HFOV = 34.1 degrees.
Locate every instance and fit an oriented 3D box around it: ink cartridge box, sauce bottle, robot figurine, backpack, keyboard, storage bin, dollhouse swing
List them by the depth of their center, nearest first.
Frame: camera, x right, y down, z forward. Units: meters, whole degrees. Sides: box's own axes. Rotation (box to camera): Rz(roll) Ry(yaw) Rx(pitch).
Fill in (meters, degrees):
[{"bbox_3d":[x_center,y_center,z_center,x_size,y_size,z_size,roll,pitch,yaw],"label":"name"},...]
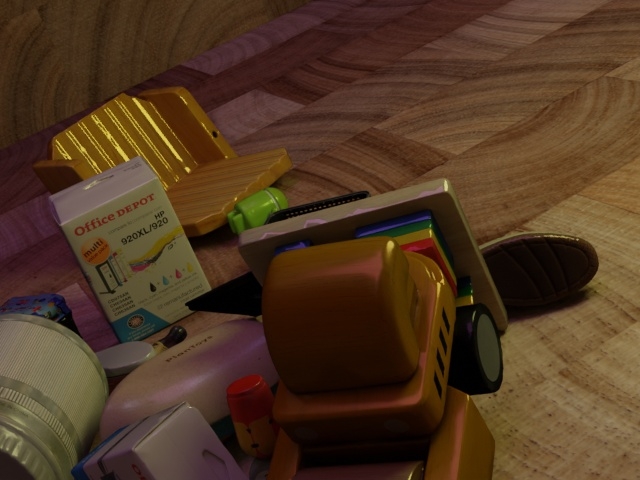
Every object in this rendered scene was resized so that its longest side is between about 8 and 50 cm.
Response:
[{"bbox_3d":[-0.159,0.255,1.066,0.082,0.140,0.190,-38,4,-34],"label":"ink cartridge box"},{"bbox_3d":[-0.041,0.065,1.428,0.201,0.033,0.317,8,-16,-28],"label":"keyboard"},{"bbox_3d":[-0.232,0.170,1.517,0.042,0.042,0.128,-11,24,24],"label":"sauce bottle"},{"bbox_3d":[-0.473,0.171,1.608,0.158,0.117,0.173,-4,23,34],"label":"backpack"},{"bbox_3d":[0.000,0.000,1.625,0.180,0.084,0.122,-13,25,21],"label":"storage bin"},{"bbox_3d":[-0.305,0.013,1.671,0.171,0.233,0.168,-27,24,-11],"label":"ink cartridge box"},{"bbox_3d":[-0.107,-0.051,1.846,0.115,0.067,0.101,-30,26,-19],"label":"robot figurine"},{"bbox_3d":[-0.289,-0.166,2.001,0.305,0.315,0.347,-27,13,47],"label":"dollhouse swing"}]

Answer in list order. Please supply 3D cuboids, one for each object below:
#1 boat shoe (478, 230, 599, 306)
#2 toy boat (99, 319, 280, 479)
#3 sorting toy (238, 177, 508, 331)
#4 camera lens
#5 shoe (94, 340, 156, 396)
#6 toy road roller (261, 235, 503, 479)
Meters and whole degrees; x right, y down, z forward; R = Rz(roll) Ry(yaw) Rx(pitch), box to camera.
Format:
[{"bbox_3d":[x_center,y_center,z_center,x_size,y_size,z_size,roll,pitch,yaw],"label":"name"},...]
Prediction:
[{"bbox_3d":[0.226,0.040,1.342,0.257,0.095,0.095,-11,6,15],"label":"boat shoe"},{"bbox_3d":[-0.116,0.210,1.236,0.267,0.148,0.318,-26,16,-22],"label":"toy boat"},{"bbox_3d":[0.068,0.074,1.229,0.257,0.255,0.089,-15,44,17],"label":"sorting toy"},{"bbox_3d":[-0.393,0.237,1.287,0.219,0.219,0.274,-17,24,11],"label":"camera lens"},{"bbox_3d":[-0.292,0.199,1.451,0.178,0.081,0.063,-16,24,22],"label":"shoe"},{"bbox_3d":[0.038,0.147,1.003,0.202,0.241,0.330,-10,45,26],"label":"toy road roller"}]
